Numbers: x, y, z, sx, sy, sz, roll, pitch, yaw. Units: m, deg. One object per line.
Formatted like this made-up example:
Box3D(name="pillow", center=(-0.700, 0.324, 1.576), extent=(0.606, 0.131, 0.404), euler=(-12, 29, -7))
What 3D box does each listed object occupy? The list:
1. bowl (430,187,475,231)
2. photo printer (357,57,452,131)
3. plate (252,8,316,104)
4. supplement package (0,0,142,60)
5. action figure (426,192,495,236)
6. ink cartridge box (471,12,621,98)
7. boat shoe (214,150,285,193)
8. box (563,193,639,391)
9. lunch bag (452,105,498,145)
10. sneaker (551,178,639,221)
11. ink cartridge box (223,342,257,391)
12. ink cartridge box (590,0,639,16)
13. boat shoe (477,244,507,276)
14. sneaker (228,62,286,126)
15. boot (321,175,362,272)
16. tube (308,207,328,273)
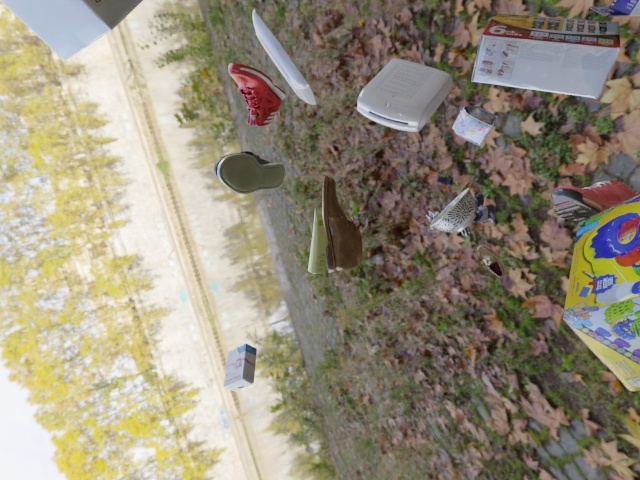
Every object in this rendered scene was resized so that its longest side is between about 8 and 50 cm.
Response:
Box3D(name="bowl", center=(0.439, -0.080, 1.302), extent=(0.080, 0.170, 0.170), euler=(44, 156, 4))
Box3D(name="photo printer", center=(0.293, -0.510, 1.442), extent=(0.256, 0.307, 0.107), euler=(25, 147, 19))
Box3D(name="plate", center=(-0.116, -0.569, 1.319), extent=(0.278, 0.045, 0.277), euler=(54, -172, -4))
Box3D(name="supplement package", center=(-0.406, -0.464, 0.615), extent=(0.199, 0.198, 0.262), euler=(4, 147, 41))
Box3D(name="action figure", center=(0.542, -0.086, 1.595), extent=(0.185, 0.285, 0.099), euler=(-128, 24, -46))
Box3D(name="ink cartridge box", center=(0.602, -0.518, 1.099), extent=(0.310, 0.271, 0.130), euler=(17, 137, 20))
Box3D(name="boat shoe", center=(-0.247, -0.230, 1.325), extent=(0.113, 0.340, 0.127), euler=(21, 109, 23))
Box3D(name="box", center=(0.582, 0.047, 0.640), extent=(0.177, 0.290, 0.279), euler=(46, 138, -5))
Box3D(name="lunch bag", center=(0.367, -0.280, 0.976), extent=(0.083, 0.053, 0.071), euler=(28, 150, 10))
Box3D(name="sneaker", center=(0.791, -0.118, 1.165), extent=(0.116, 0.314, 0.136), euler=(161, 124, -71))
Box3D(name="ink cartridge box", center=(-0.254, 0.404, 1.297), extent=(0.052, 0.089, 0.122), euler=(39, -148, -36))
Box3D(name="ink cartridge box", center=(0.856, -0.619, 1.065), extent=(0.223, 0.224, 0.045), euler=(-61, -25, -51))
Box3D(name="boat shoe", center=(0.613, 0.074, 1.458), extent=(0.135, 0.045, 0.050), euler=(49, 123, 9))
Box3D(name="sneaker", center=(-0.182, -0.388, 1.127), extent=(0.087, 0.221, 0.128), euler=(22, 96, 32))
Box3D(name="boot", center=(0.063, -0.053, 1.253), extent=(0.112, 0.115, 0.305), euler=(-77, -21, -72))
Box3D(name="tube", center=(0.000, 0.000, 1.474), extent=(0.070, 0.062, 0.240), euler=(-40, -41, -77))
